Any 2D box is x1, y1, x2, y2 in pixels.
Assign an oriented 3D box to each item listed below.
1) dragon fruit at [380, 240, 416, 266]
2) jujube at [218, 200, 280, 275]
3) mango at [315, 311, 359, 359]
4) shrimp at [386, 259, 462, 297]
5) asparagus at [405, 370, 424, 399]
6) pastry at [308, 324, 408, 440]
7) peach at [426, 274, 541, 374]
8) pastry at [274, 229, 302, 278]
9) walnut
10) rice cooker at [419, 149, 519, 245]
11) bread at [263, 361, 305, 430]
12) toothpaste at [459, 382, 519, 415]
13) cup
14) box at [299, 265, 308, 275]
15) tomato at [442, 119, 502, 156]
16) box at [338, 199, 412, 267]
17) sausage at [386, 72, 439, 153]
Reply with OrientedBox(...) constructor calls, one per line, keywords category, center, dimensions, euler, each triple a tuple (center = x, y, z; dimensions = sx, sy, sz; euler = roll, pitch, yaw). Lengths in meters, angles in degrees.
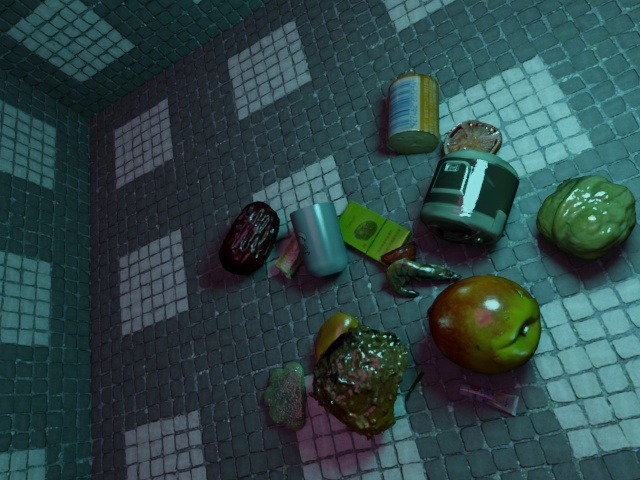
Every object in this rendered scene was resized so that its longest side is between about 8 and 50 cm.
OrientedBox(category="dragon fruit", center=(0.343, 0.079, 1.806), dimensions=(0.162, 0.083, 0.106), euler=(-25, 93, -3))
OrientedBox(category="jujube", center=(-0.342, -0.005, 2.125), dimensions=(0.258, 0.258, 0.376), euler=(31, 83, 31))
OrientedBox(category="mango", center=(0.061, 0.412, 1.837), dimensions=(0.154, 0.126, 0.252), euler=(38, 94, 43))
OrientedBox(category="shrimp", center=(0.414, 0.166, 1.764), dimensions=(0.296, 0.058, 0.169), euler=(8, 117, 12))
OrientedBox(category="asparagus", center=(0.366, 0.565, 1.693), dimensions=(0.018, 0.015, 0.127), euler=(32, 90, 33))
OrientedBox(category="pastry", center=(0.138, 0.520, 1.653), dimensions=(0.338, 0.292, 0.405), euler=(12, 89, 2))
OrientedBox(category="peach", center=(0.557, 0.280, 1.513), dimensions=(0.370, 0.370, 0.370), euler=(-9, 70, 25))
OrientedBox(category="pastry", center=(-0.124, 0.048, 2.070), dimensions=(0.121, 0.089, 0.258), euler=(28, 86, 24))
OrientedBox(category="walnut", center=(0.909, -0.079, 1.487), dimensions=(0.277, 0.253, 0.282), euler=(-47, 56, -1))
OrientedBox(category="rice cooker", center=(0.554, -0.146, 1.656), dimensions=(0.335, 0.335, 0.325), euler=(18, 83, 30))
OrientedBox(category="bread", center=(-0.160, 0.684, 1.904), dimensions=(0.207, 0.056, 0.286), euler=(-14, 67, 21))
OrientedBox(category="toothpaste", center=(0.603, 0.564, 1.562), dimensions=(0.195, 0.043, 0.067), euler=(11, 76, 24))
OrientedBox(category="cup", center=(0.000, 0.000, 1.921), dimensions=(0.206, 0.205, 0.312), euler=(-17, 86, 21))
OrientedBox(category="box", center=(-0.060, 0.141, 2.052), dimensions=(0.083, 0.012, 0.046), euler=(-5, 70, 27))
OrientedBox(category="tomato", center=(0.640, -0.391, 1.821), dimensions=(0.237, 0.095, 0.236), euler=(-11, 66, 26))
OrientedBox(category="box", center=(0.221, -0.033, 1.946), dimensions=(0.335, 0.047, 0.187), euler=(32, 90, 30))
OrientedBox(category="sausage", center=(0.407, -0.551, 1.915), dimensions=(0.233, 0.233, 0.287), euler=(-6, 71, 25))
